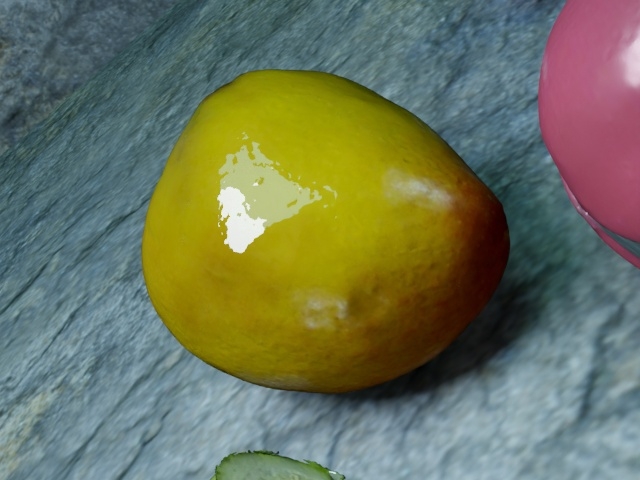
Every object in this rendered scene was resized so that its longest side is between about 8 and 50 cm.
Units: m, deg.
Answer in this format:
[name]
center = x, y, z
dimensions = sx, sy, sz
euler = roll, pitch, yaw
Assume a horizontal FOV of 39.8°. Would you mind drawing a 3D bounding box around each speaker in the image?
[speaker]
center = 0.292, -0.100, 0.578
dimensions = 0.294, 0.294, 0.294
euler = -27, 32, 19

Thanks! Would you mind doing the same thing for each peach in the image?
[peach]
center = -0.001, 0.005, 0.781
dimensions = 0.308, 0.289, 0.289
euler = 31, 68, 17

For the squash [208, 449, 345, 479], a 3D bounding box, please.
[squash]
center = -0.107, 0.268, 0.672
dimensions = 0.287, 0.137, 0.137
euler = -37, 30, 7
